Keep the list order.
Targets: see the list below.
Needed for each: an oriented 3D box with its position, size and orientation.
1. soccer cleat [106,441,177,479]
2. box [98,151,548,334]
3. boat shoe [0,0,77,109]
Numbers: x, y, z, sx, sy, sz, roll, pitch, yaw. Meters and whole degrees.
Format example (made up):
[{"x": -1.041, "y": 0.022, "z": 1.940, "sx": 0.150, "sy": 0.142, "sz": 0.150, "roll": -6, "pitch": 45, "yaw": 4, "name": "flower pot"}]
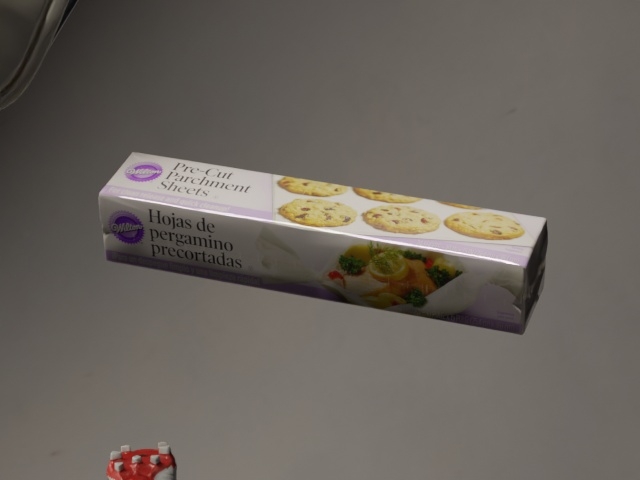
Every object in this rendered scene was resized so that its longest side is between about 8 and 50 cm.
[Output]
[{"x": -0.069, "y": 0.105, "z": 0.689, "sx": 0.029, "sy": 0.083, "sz": 0.035, "roll": -5, "pitch": 103, "yaw": -7, "name": "soccer cleat"}, {"x": 0.000, "y": 0.000, "z": 1.259, "sx": 0.324, "sy": 0.063, "sz": 0.067, "roll": 10, "pitch": 35, "yaw": 18, "name": "box"}, {"x": -0.115, "y": -0.172, "z": 0.806, "sx": 0.095, "sy": 0.254, "sz": 0.079, "roll": 23, "pitch": 28, "yaw": -14, "name": "boat shoe"}]
